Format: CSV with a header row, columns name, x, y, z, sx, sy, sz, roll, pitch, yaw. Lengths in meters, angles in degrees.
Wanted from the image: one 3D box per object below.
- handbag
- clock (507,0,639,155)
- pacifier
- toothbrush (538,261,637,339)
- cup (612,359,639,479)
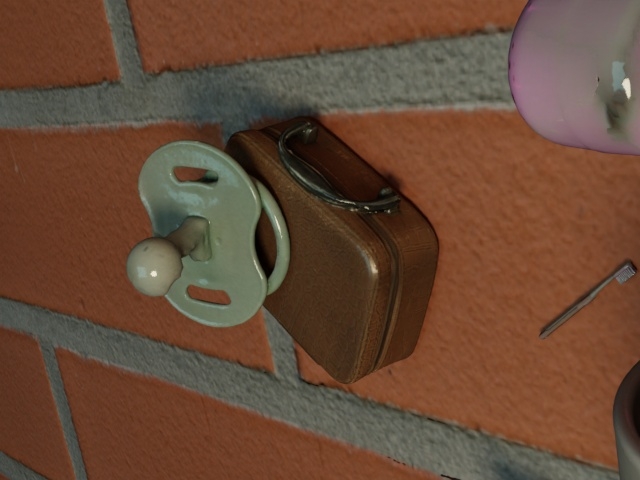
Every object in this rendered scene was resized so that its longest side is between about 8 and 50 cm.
name,x,y,z,sx,sy,sz,roll,pitch,yaw
handbag,0.000,0.000,0.815,0.193,0.072,0.151,48,139,31
clock,0.155,-0.143,0.375,0.090,0.248,0.227,12,116,48
pacifier,-0.091,0.007,0.785,0.127,0.116,0.150,14,117,21
toothbrush,0.163,0.039,0.666,0.008,0.006,0.097,56,143,13
cup,0.245,0.209,0.458,0.212,0.212,0.317,12,116,51
